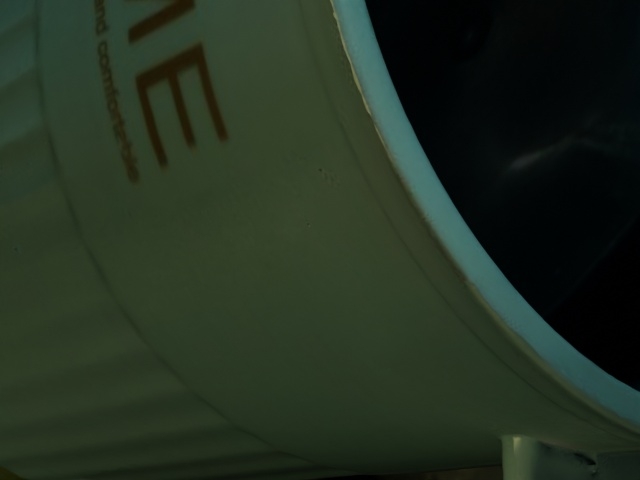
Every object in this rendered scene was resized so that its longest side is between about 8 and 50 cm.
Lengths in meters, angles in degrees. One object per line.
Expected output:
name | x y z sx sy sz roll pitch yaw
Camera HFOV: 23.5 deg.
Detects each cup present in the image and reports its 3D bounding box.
cup | 0.013 -0.010 0.550 0.311 0.257 0.331 -17 99 48

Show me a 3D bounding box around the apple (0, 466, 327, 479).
apple | -0.090 0.217 0.730 0.279 0.279 0.279 15 111 42
